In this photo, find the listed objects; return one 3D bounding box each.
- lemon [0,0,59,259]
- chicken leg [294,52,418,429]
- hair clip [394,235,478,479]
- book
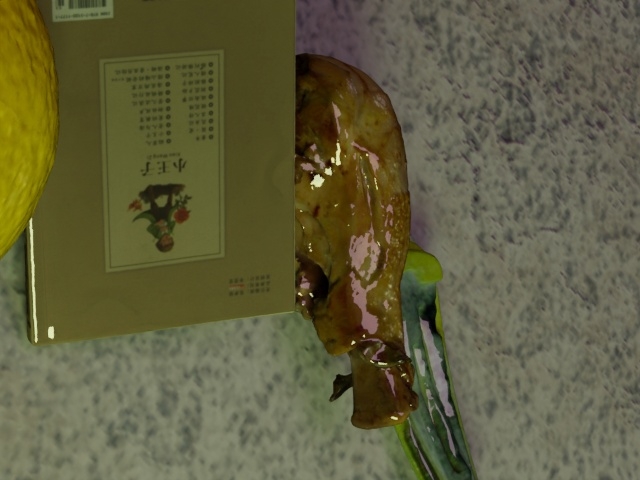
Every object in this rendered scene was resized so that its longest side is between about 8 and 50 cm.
[{"bbox_3d":[-0.200,-0.063,0.704,0.244,0.187,0.186,53,43,-57],"label":"lemon"},{"bbox_3d":[0.003,-0.001,0.912,0.101,0.085,0.207,-5,79,-39],"label":"chicken leg"},{"bbox_3d":[0.058,0.076,0.970,0.060,0.033,0.188,-8,80,-42],"label":"hair clip"},{"bbox_3d":[-0.076,-0.050,0.823,0.138,0.016,0.198,-6,110,-21],"label":"book"}]
